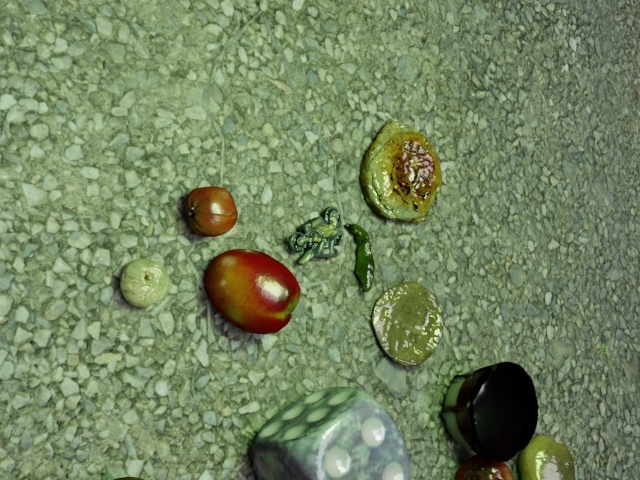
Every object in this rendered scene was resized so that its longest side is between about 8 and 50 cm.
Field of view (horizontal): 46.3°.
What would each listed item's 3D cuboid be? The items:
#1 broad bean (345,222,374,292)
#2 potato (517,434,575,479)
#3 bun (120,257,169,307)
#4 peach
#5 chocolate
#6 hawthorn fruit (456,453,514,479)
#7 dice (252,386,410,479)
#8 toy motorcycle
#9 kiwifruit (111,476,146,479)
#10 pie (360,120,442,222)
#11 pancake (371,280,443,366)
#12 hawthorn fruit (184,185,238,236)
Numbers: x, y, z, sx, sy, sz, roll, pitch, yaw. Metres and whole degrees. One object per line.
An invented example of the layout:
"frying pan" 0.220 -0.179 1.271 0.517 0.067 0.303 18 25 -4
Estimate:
"broad bean" 0.116 0.043 2.031 0.061 0.046 0.195 -12 85 -25
"potato" 0.688 0.745 2.273 0.192 0.141 0.296 17 75 -30
"bun" -0.382 0.092 1.644 0.115 0.069 0.115 6 80 -36
"peach" -0.164 0.116 1.765 0.189 0.226 0.196 -68 164 13
"chocolate" 0.462 0.479 2.124 0.284 0.186 0.283 2 86 -38
"hawthorn fruit" 0.478 0.696 2.120 0.194 0.157 0.157 39 61 -31
"dice" 0.023 0.517 1.741 0.270 0.270 0.271 -29 99 -36
"toy motorcycle" 0.000 0.000 1.946 0.193 0.061 0.124 -38 107 -36
"kiwifruit" -0.401 0.572 1.473 0.234 0.196 0.196 -41 107 -41
"pie" 0.233 -0.181 2.131 0.308 0.085 0.308 6 80 -35
"pancake" 0.239 0.230 2.091 0.242 0.050 0.241 8 72 -27
"hawthorn fruit" -0.253 -0.069 1.741 0.128 0.128 0.128 7 78 -35
